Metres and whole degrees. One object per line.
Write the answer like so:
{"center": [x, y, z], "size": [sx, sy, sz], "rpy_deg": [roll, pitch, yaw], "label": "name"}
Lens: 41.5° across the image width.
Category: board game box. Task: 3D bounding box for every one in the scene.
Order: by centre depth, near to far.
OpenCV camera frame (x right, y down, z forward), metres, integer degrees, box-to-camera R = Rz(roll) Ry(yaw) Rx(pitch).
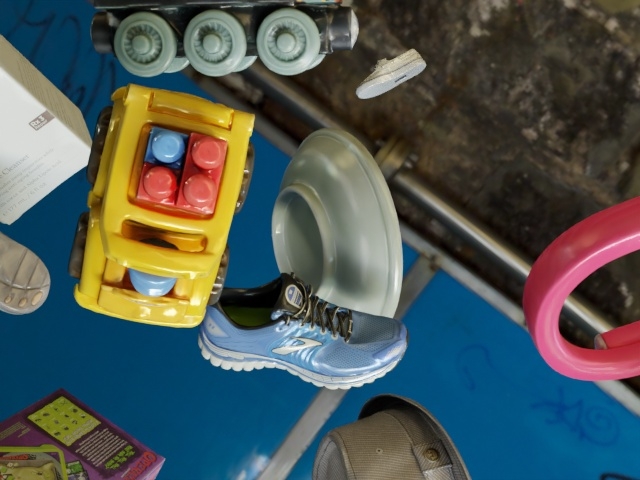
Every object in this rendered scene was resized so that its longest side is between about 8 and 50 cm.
{"center": [-0.381, 0.330, 1.162], "size": [0.208, 0.056, 0.347], "rpy_deg": [28, -164, 11], "label": "board game box"}

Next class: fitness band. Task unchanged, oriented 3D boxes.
{"center": [0.338, 0.035, 0.816], "size": [0.054, 0.291, 0.209], "rpy_deg": [-106, -7, -50], "label": "fitness band"}

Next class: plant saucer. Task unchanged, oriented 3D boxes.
{"center": [0.000, 0.000, 1.530], "size": [0.100, 0.400, 0.400], "rpy_deg": [-10, -136, -28], "label": "plant saucer"}

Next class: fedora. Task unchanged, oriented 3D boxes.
{"center": [0.073, 0.320, 1.002], "size": [0.124, 0.244, 0.275], "rpy_deg": [-4, -121, -28], "label": "fedora"}

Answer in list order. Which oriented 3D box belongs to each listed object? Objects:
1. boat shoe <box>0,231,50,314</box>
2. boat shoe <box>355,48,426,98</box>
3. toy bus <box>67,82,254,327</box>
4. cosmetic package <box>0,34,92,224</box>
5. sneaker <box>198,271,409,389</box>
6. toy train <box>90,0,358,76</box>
{"center": [-0.555, -0.005, 1.263], "size": [0.324, 0.116, 0.123], "rpy_deg": [51, -123, -21], "label": "boat shoe"}
{"center": [0.087, -0.220, 1.101], "size": [0.035, 0.100, 0.035], "rpy_deg": [61, 177, 17], "label": "boat shoe"}
{"center": [-0.132, -0.026, 0.734], "size": [0.149, 0.220, 0.211], "rpy_deg": [13, -179, -16], "label": "toy bus"}
{"center": [-0.570, -0.224, 1.353], "size": [0.385, 0.217, 0.156], "rpy_deg": [46, -170, -50], "label": "cosmetic package"}
{"center": [-0.026, 0.135, 1.305], "size": [0.330, 0.147, 0.130], "rpy_deg": [4, -136, -2], "label": "sneaker"}
{"center": [-0.121, -0.298, 1.027], "size": [0.334, 0.190, 0.142], "rpy_deg": [1, -165, 8], "label": "toy train"}
